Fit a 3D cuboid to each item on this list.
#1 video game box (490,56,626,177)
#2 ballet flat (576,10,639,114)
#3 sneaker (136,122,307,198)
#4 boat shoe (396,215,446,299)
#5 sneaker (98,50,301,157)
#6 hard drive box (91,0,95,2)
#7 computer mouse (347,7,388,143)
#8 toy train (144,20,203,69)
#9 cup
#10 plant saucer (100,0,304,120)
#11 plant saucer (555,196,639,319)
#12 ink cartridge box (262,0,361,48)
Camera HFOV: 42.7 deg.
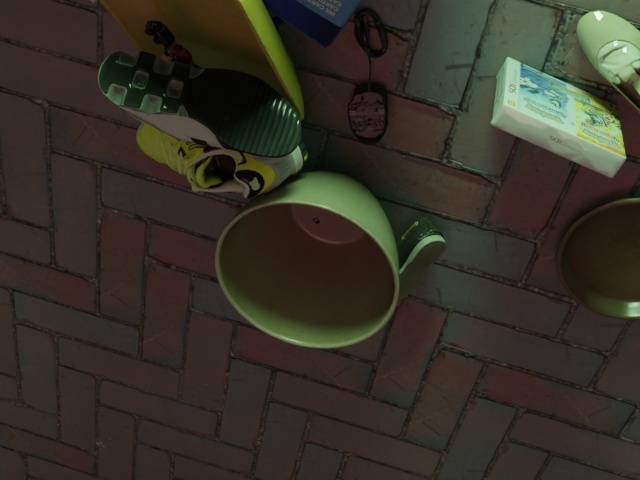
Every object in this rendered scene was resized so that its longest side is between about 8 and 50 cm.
[{"bbox_3d":[0.373,-0.198,1.290,0.205,0.187,0.048,23,129,-2],"label":"video game box"},{"bbox_3d":[0.495,-0.255,1.279,0.248,0.086,0.086,41,126,-15],"label":"ballet flat"},{"bbox_3d":[-0.211,-0.166,1.462,0.385,0.147,0.145,10,131,39],"label":"sneaker"},{"bbox_3d":[0.165,0.045,1.614,0.081,0.068,0.227,5,140,-33],"label":"boat shoe"},{"bbox_3d":[-0.184,-0.211,1.338,0.331,0.122,0.146,21,169,5],"label":"sneaker"},{"bbox_3d":[-0.364,-0.518,1.263,0.181,0.089,0.232,27,122,-36],"label":"hard drive box"},{"bbox_3d":[0.083,-0.281,1.414,0.071,0.041,0.242,2,120,4],"label":"computer mouse"},{"bbox_3d":[-0.227,-0.300,1.323,0.036,0.027,0.158,9,159,29],"label":"toy train"},{"bbox_3d":[0.000,0.000,1.517,0.331,0.237,0.331,9,129,11],"label":"cup"},{"bbox_3d":[-0.190,-0.348,1.299,0.333,0.081,0.333,22,165,23],"label":"plant saucer"},{"bbox_3d":[0.575,0.031,1.499,0.278,0.041,0.277,8,129,10],"label":"plant saucer"},{"bbox_3d":[-0.019,-0.473,1.191,0.270,0.151,0.395,31,143,-9],"label":"ink cartridge box"}]
